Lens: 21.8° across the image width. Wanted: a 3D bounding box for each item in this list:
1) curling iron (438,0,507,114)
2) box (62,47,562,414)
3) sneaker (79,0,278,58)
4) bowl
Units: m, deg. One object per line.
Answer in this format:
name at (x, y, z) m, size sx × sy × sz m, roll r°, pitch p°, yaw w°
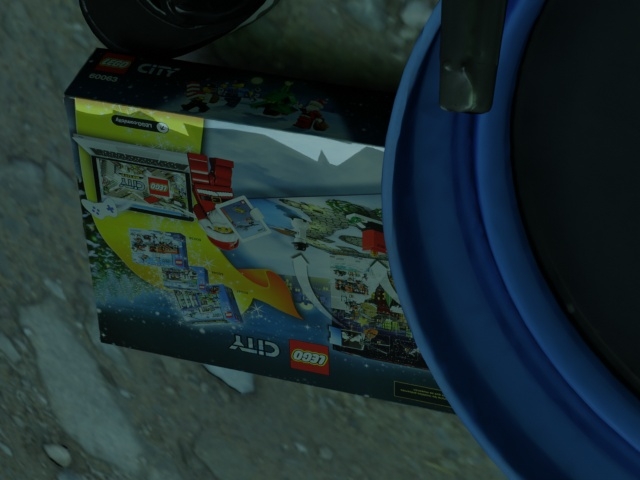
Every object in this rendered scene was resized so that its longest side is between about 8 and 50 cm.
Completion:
curling iron at (0.063, -0.176, 0.525) m, size 0.068 × 0.035 × 0.274 m, roll 24°, pitch 104°, yaw 63°
box at (0.000, 0.000, 0.796) m, size 0.233 × 0.044 × 0.159 m, roll 10°, pitch 132°, yaw 14°
sneaker at (-0.054, -0.145, 0.700) m, size 0.107 × 0.124 × 0.283 m, roll 49°, pitch 141°, yaw -4°
bowl at (0.214, 0.008, 0.604) m, size 0.391 × 0.077 × 0.391 m, roll 17°, pitch 133°, yaw 19°
